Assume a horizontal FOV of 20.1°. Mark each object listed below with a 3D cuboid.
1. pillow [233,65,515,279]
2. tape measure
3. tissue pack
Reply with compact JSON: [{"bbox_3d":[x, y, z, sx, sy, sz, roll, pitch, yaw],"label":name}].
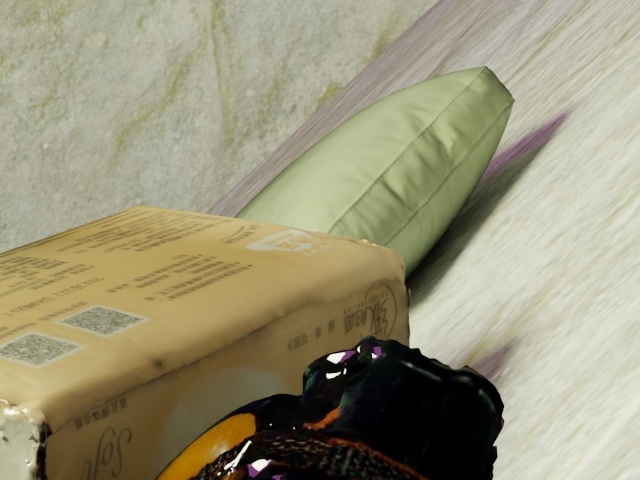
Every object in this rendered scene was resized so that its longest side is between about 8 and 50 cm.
[{"bbox_3d":[0.000,0.000,1.422,0.255,0.120,0.322,-48,6,-36],"label":"pillow"},{"bbox_3d":[-0.027,0.159,0.711,0.223,0.135,0.202,-39,19,46],"label":"tape measure"},{"bbox_3d":[-0.117,0.124,0.952,0.238,0.238,0.305,-38,-9,36],"label":"tissue pack"}]
